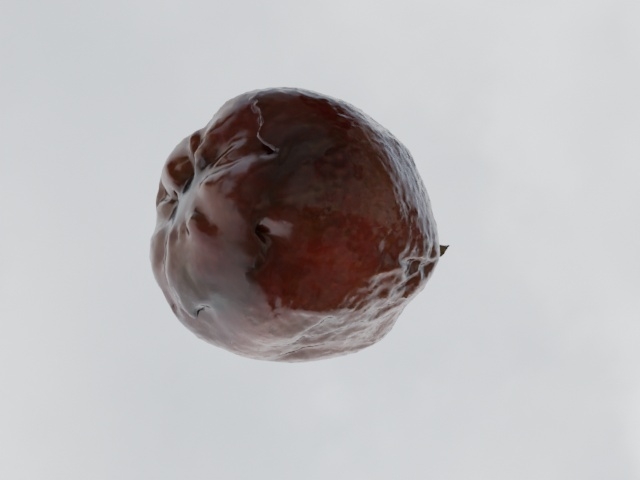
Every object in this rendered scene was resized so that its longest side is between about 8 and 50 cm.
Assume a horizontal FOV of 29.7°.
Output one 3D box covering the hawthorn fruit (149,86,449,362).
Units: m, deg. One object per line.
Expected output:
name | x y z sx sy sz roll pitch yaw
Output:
hawthorn fruit | -0.014 -0.001 0.732 0.179 0.174 0.173 51 -150 -40
